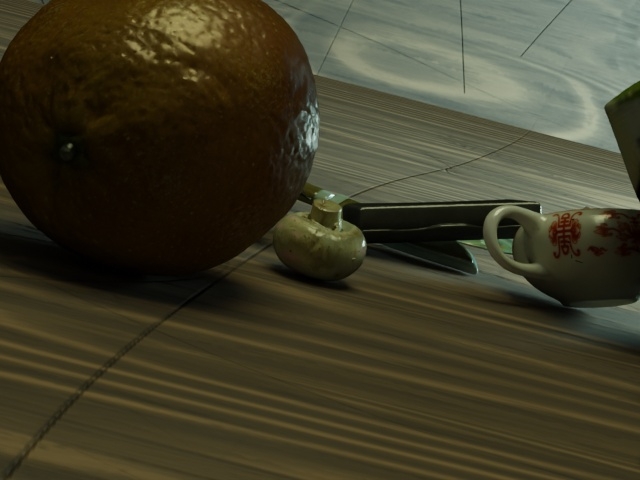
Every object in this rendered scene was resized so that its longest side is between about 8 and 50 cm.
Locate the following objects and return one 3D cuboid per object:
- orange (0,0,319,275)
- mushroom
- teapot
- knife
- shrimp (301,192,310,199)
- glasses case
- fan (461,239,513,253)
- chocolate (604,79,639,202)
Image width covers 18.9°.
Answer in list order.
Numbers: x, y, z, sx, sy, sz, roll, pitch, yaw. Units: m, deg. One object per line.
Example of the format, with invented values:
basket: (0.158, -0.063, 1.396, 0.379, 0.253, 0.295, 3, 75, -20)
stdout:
orange: (-0.131, -0.094, 1.497, 0.264, 0.264, 0.264, 14, 9, -2)
mushroom: (0.000, 0.000, 1.678, 0.083, 0.067, 0.083, 14, 17, -4)
teapot: (0.257, 0.009, 1.852, 0.245, 0.116, 0.159, 8, 0, -39)
knife: (0.018, -0.027, 1.990, 0.343, 0.027, 0.061, 21, 27, 25)
shrimp: (-0.130, -0.112, 1.909, 0.221, 0.166, 0.410, 5, 1, -35)
glasses case: (0.119, -0.021, 1.910, 0.190, 0.042, 0.072, -2, -4, -17)
fan: (0.213, 0.001, 2.191, 0.240, 0.009, 0.131, 5, 16, -46)
chocolate: (0.398, -0.040, 1.808, 0.137, 0.301, 0.289, -17, 1, 26)
